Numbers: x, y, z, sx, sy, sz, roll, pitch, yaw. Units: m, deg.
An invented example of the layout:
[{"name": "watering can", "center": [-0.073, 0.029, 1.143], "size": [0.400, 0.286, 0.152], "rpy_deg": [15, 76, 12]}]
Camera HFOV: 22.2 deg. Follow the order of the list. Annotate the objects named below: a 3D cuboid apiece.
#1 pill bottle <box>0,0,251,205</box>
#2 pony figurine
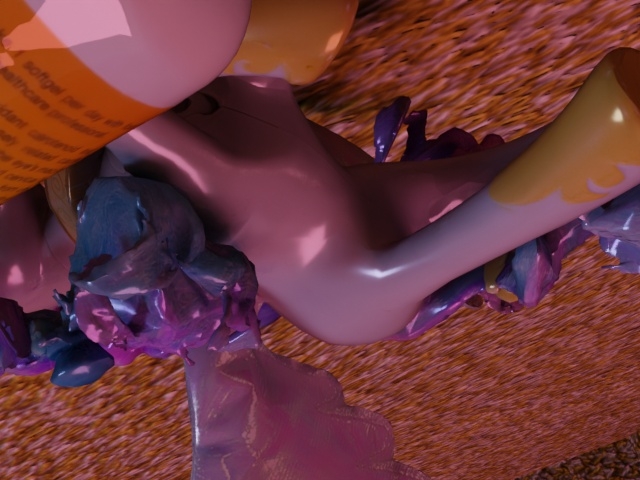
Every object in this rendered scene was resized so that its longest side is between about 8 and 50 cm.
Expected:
[{"name": "pill bottle", "center": [-0.104, -0.076, 0.425], "size": [0.245, 0.136, 0.136], "rpy_deg": [-28, 163, 15]}, {"name": "pony figurine", "center": [0.000, 0.000, 0.667], "size": [0.351, 0.303, 0.363], "rpy_deg": [31, 135, -31]}]
